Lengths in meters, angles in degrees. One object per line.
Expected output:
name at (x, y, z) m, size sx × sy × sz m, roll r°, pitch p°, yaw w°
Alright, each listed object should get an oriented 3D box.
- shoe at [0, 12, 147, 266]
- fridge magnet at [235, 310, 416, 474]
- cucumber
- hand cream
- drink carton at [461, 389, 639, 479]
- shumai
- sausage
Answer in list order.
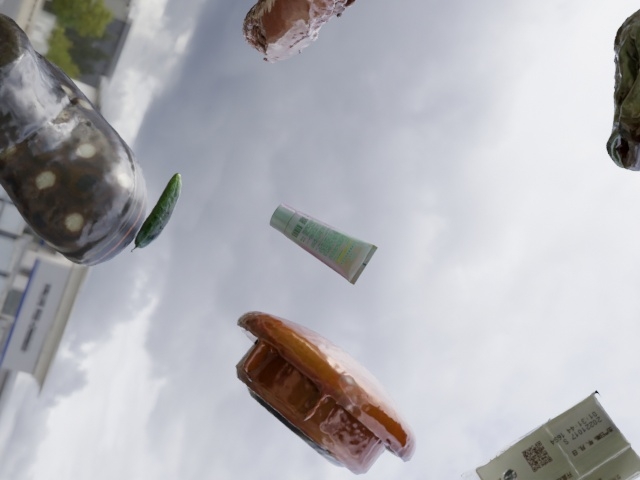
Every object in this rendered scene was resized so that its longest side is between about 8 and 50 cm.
shoe at (-0.392, -0.148, 1.227) m, size 0.171 × 0.237 × 0.384 m, roll -38°, pitch -120°, yaw 4°
fridge magnet at (-0.001, 0.250, 1.491) m, size 0.155 × 0.364 × 0.364 m, roll -51°, pitch -163°, yaw -11°
cucumber at (-0.287, -0.044, 1.625) m, size 0.167 × 0.039 × 0.039 m, roll -63°, pitch -163°, yaw -15°
hand cream at (0.000, 0.000, 1.487) m, size 0.076 × 0.174 × 0.047 m, roll -57°, pitch 167°, yaw -16°
drink carton at (0.320, 0.335, 1.297) m, size 0.194 × 0.132 × 0.324 m, roll -32°, pitch 163°, yaw -4°
shumai at (0.546, -0.262, 1.538) m, size 0.222 × 0.204 × 0.271 m, roll 95°, pitch -27°, yaw -53°
sausage at (-0.022, -0.239, 0.922) m, size 0.087 × 0.079 × 0.327 m, roll -67°, pitch -165°, yaw -10°
